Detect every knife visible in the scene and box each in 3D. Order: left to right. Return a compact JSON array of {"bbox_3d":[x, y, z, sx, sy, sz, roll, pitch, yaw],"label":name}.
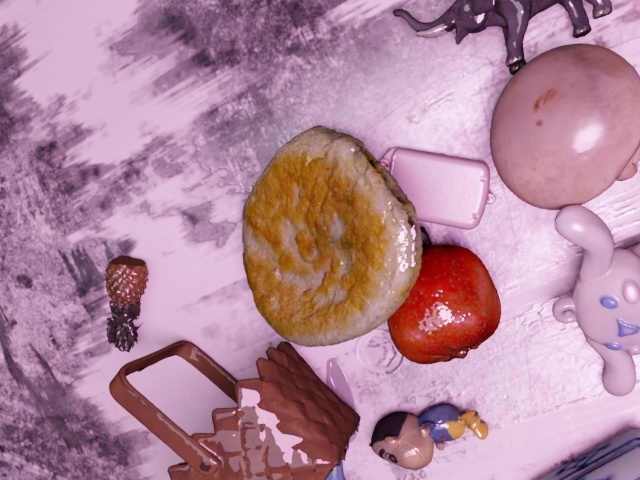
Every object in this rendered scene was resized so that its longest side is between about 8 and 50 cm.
[{"bbox_3d":[0.029,0.309,1.008,0.058,0.032,0.244,7,97,19],"label":"knife"}]

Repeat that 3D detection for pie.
[{"bbox_3d":[0.000,0.000,0.881,0.323,0.070,0.323,-3,86,42],"label":"pie"}]

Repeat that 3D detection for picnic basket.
[{"bbox_3d":[-0.138,0.279,0.926,0.321,0.254,0.291,39,100,7],"label":"picnic basket"}]

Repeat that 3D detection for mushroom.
[{"bbox_3d":[0.319,-0.132,0.778,0.204,0.204,0.204,3,100,16],"label":"mushroom"}]

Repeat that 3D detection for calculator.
[{"bbox_3d":[0.161,-0.074,0.898,0.175,0.032,0.100,12,103,14],"label":"calculator"}]

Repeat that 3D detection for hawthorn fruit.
[{"bbox_3d":[0.160,0.069,0.872,0.157,0.157,0.194,-16,71,18],"label":"hawthorn fruit"}]

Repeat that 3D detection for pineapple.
[{"bbox_3d":[-0.325,0.109,1.053,0.074,0.074,0.159,12,105,14],"label":"pineapple"}]

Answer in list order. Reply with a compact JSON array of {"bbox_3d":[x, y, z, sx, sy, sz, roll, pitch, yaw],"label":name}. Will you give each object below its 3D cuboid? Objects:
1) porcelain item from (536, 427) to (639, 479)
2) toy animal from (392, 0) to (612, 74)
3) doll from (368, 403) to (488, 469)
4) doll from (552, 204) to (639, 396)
[{"bbox_3d":[0.434,0.414,0.829,0.286,0.157,0.281,-43,88,23],"label":"porcelain item"},{"bbox_3d":[0.239,-0.289,0.818,0.269,0.082,0.137,-17,91,22],"label":"toy animal"},{"bbox_3d":[0.155,0.294,0.939,0.179,0.102,0.089,-15,52,22],"label":"doll"},{"bbox_3d":[0.413,0.038,0.775,0.242,0.160,0.311,-18,124,43],"label":"doll"}]
